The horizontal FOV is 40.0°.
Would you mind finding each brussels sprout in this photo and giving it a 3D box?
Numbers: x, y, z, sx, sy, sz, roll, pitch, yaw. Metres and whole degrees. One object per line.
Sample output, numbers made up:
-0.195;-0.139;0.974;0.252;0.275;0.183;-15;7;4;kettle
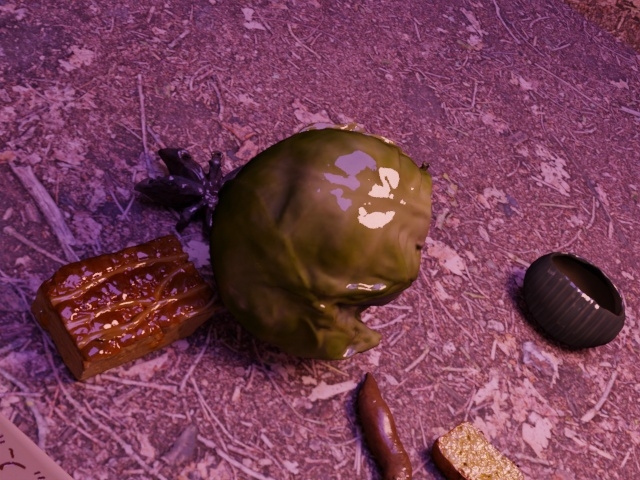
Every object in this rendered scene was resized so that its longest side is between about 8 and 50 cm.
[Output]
-0.019;-0.007;1.565;0.361;0.425;0.342;11;22;-23;brussels sprout

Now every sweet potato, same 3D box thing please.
0.113;0.349;1.589;0.067;0.059;0.281;11;48;-35;sweet potato

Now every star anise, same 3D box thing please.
-0.234;-0.108;1.759;0.257;0.110;0.198;17;56;-11;star anise

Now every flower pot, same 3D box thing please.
0.567;0.135;1.982;0.243;0.157;0.189;47;46;13;flower pot

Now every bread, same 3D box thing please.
0.291;0.422;1.614;0.187;0.065;0.103;39;52;18;bread
-0.331;0.108;1.506;0.274;0.114;0.185;-21;64;-39;bread

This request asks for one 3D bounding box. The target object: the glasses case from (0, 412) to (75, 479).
-0.423;0.375;1.234;0.336;0.076;0.144;39;43;6;glasses case
